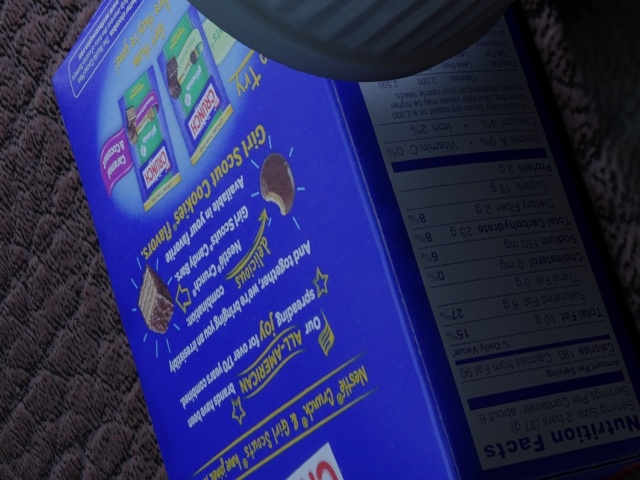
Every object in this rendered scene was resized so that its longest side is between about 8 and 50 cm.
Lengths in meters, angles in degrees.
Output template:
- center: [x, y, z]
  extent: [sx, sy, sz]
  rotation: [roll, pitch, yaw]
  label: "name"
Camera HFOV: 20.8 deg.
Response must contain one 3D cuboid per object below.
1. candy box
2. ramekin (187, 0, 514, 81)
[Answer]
- center: [0.000, 0.000, 0.826]
  extent: [0.268, 0.122, 0.317]
  rotation: [-40, 62, 56]
  label: "candy box"
- center: [0.025, -0.173, 0.658]
  extent: [0.109, 0.207, 0.207]
  rotation: [-26, 75, 50]
  label: "ramekin"
